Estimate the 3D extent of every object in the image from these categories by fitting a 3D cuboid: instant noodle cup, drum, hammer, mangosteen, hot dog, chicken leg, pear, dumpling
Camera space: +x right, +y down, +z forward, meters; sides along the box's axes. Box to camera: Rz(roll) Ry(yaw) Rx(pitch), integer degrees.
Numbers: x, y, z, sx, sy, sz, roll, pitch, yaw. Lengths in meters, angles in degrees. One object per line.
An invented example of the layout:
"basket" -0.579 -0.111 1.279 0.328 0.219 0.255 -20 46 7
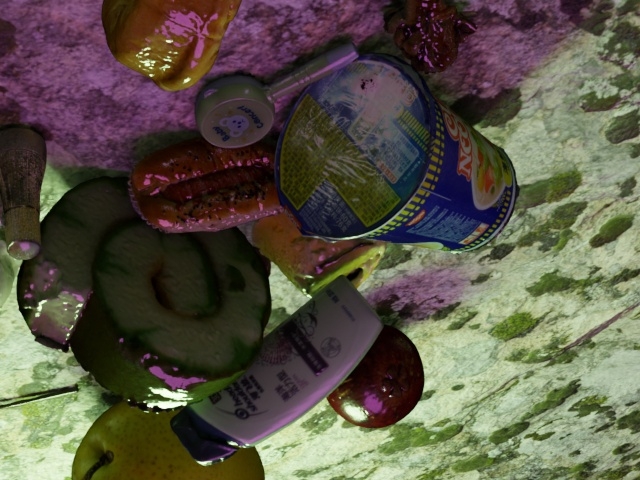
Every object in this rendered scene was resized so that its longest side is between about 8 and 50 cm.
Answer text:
"instant noodle cup" 0.137 -0.101 1.564 0.284 0.284 0.312 -36 148 28
"drum" -0.076 -0.222 1.474 0.253 0.049 0.130 -36 141 27
"hammer" -0.629 0.333 2.072 0.292 0.029 0.058 -12 147 -7
"mangosteen" 0.088 0.273 2.125 0.215 0.215 0.257 9 174 -30
"hot dog" -0.159 -0.086 1.556 0.268 0.144 0.075 -11 175 -23
"chicken leg" 0.143 -0.314 1.415 0.125 0.080 0.196 -31 136 6
"pear" -0.301 0.473 2.100 0.362 0.362 0.418 -32 139 23
"dumpling" -0.559 0.059 1.639 0.199 0.118 0.136 -38 147 -5

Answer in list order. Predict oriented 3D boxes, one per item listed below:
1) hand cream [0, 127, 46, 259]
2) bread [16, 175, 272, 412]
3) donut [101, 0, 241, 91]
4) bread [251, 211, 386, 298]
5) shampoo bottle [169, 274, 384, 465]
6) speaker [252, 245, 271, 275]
"hand cream" -0.417 -0.059 1.439 0.084 0.203 0.084 -10 147 -7
"bread" -0.260 0.073 1.538 0.382 0.366 0.129 -1 145 -35
"donut" -0.169 -0.288 1.199 0.114 0.226 0.226 20 133 -28
"bread" 0.000 0.000 1.711 0.197 0.170 0.197 -25 149 -16
"shampoo bottle" -0.061 0.216 1.621 0.359 0.134 0.078 -40 167 -3
"speaker" -0.150 0.206 1.828 0.198 0.329 0.259 -13 152 -4
